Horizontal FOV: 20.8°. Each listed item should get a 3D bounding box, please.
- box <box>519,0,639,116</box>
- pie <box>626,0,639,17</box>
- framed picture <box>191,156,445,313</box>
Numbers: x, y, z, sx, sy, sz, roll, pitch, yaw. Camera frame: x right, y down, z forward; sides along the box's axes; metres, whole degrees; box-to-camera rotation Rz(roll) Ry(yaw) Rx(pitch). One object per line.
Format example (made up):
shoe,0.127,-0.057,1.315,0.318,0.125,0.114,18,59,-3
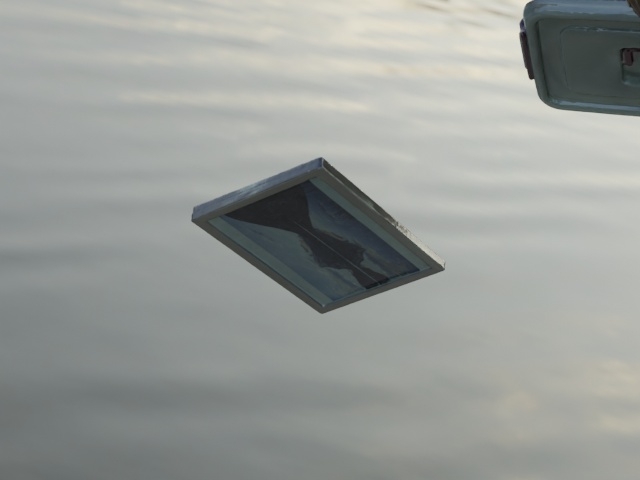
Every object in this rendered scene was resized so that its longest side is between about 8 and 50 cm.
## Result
box,0.359,-0.238,1.774,0.294,0.167,0.193,6,-25,16
pie,0.269,-0.238,1.311,0.355,0.103,0.288,53,27,-5
framed picture,0.000,0.000,1.616,0.203,0.150,0.015,39,42,-42
